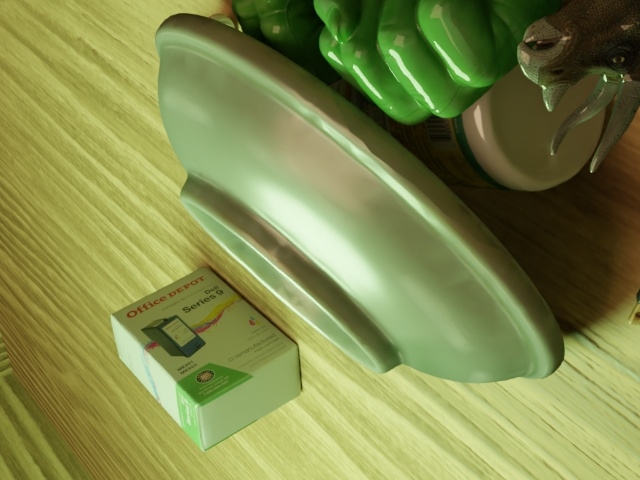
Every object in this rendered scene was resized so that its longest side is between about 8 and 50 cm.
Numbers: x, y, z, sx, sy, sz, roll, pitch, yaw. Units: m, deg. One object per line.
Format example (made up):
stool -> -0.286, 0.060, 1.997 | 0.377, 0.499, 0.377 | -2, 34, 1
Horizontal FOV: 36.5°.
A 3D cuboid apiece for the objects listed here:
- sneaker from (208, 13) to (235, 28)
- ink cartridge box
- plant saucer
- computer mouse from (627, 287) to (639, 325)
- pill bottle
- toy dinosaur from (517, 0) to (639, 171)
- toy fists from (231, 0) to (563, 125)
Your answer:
sneaker -> -0.128, -0.196, 1.029 | 0.070, 0.051, 0.134 | 43, 151, 23
ink cartridge box -> -0.150, 0.146, 1.253 | 0.212, 0.154, 0.093 | 36, 142, 40
plant saucer -> 0.000, 0.000, 0.758 | 0.400, 0.100, 0.400 | 41, 172, 7
computer mouse -> 0.255, 0.113, 0.608 | 0.184, 0.060, 0.262 | 40, 134, 38
pill bottle -> 0.086, -0.097, 0.689 | 0.208, 0.118, 0.117 | 9, 121, 56
toy dinosaur -> 0.238, -0.151, 0.417 | 0.314, 0.121, 0.160 | -11, 110, 28
toy fists -> 0.033, -0.158, 0.602 | 0.096, 0.142, 0.279 | 32, 179, -39
